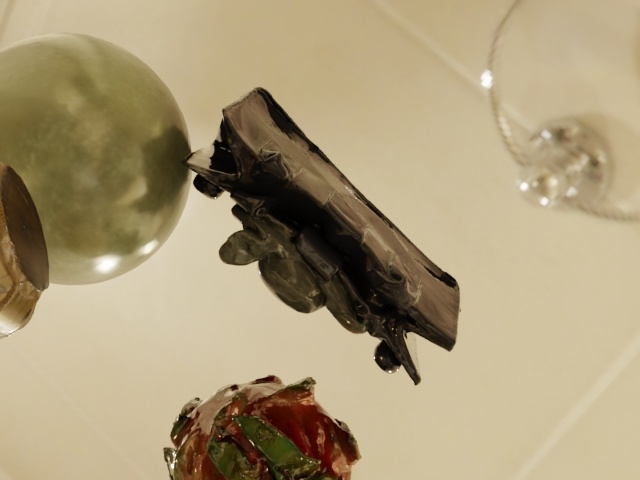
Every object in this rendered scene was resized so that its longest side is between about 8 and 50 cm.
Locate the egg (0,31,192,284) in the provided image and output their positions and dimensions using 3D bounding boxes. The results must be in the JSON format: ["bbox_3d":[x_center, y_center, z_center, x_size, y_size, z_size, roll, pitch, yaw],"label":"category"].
[{"bbox_3d":[-0.266,-0.088,1.411,0.258,0.259,0.352,9,-169,-27],"label":"egg"}]

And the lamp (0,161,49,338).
[{"bbox_3d":[-0.314,0.013,1.042,0.185,0.161,0.161,-15,-132,1],"label":"lamp"}]

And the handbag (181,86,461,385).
[{"bbox_3d":[0.000,0.000,1.371,0.325,0.118,0.269,43,-169,-3],"label":"handbag"}]

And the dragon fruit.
[{"bbox_3d":[-0.063,0.227,1.384,0.200,0.198,0.269,12,-178,-4],"label":"dragon fruit"}]
